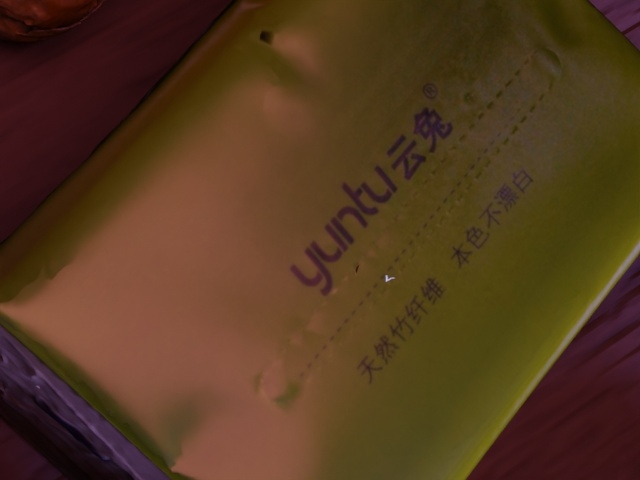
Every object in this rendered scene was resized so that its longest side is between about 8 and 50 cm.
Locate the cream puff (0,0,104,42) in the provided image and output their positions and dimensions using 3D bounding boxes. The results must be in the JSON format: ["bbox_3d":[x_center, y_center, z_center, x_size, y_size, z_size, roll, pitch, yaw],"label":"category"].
[{"bbox_3d":[-0.129,-0.155,0.823,0.133,0.104,0.119,-38,88,-22],"label":"cream puff"}]

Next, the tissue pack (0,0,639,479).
[{"bbox_3d":[0.000,0.000,0.803,0.200,0.167,0.274,43,69,-8],"label":"tissue pack"}]
